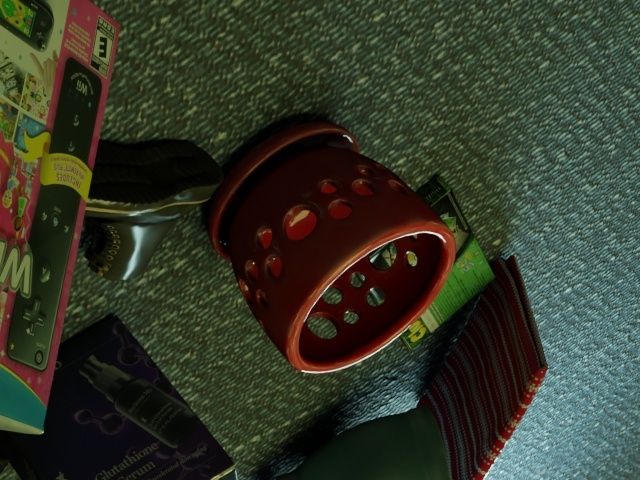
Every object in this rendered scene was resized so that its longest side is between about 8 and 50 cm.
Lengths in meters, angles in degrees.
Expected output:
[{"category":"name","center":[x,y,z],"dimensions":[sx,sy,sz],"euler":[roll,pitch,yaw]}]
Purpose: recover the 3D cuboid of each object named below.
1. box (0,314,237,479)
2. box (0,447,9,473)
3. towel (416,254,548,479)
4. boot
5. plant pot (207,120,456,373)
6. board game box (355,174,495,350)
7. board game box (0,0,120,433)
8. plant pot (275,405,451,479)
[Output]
[{"category":"box","center":[-0.192,0.200,1.702],"dimensions":[0.153,0.207,0.108],"euler":[-33,151,-19]},{"category":"box","center":[-0.463,0.277,1.616],"dimensions":[0.295,0.073,0.293],"euler":[6,125,-54]},{"category":"towel","center":[0.189,0.177,2.199],"dimensions":[0.031,0.199,0.275],"euler":[9,131,-18]},{"category":"boot","center":[-0.183,-0.011,1.561],"dimensions":[0.198,0.077,0.137],"euler":[-2,138,-50]},{"category":"plant pot","center":[0.000,0.000,1.695],"dimensions":[0.191,0.174,0.191],"euler":[-32,152,-20]},{"category":"board game box","center":[0.114,0.030,2.044],"dimensions":[0.136,0.030,0.260],"euler":[-42,153,-4]},{"category":"board game box","center":[-0.247,-0.043,1.220],"dimensions":[0.224,0.097,0.303],"euler":[35,62,-62]},{"category":"plant pot","center":[0.050,0.356,2.204],"dimensions":[0.196,0.293,0.293],"euler":[-7,145,-6]}]
